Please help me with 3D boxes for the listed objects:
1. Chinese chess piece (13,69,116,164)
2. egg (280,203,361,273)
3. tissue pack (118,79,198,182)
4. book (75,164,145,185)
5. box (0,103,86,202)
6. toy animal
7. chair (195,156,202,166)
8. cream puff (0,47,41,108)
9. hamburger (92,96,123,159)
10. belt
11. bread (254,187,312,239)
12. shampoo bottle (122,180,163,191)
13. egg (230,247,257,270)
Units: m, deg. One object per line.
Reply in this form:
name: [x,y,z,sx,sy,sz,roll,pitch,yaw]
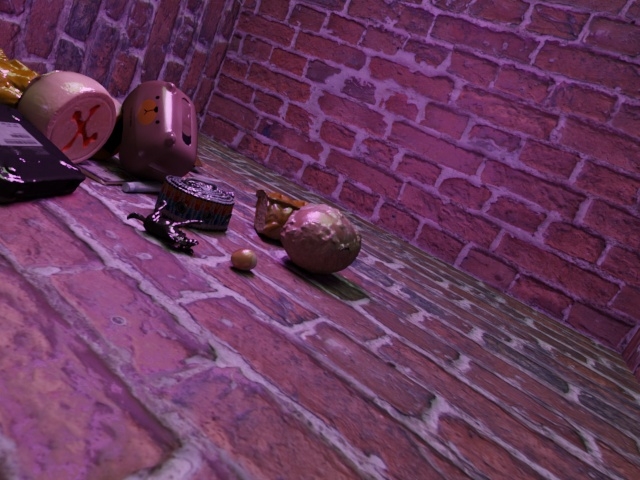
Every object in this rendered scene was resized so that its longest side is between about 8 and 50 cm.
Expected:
Chinese chess piece: [-0.895,-0.429,1.481,0.140,0.338,0.338,35,14,5]
egg: [0.000,0.000,1.561,0.310,0.279,0.279,25,12,-25]
tissue pack: [-0.649,-0.449,1.713,0.277,0.387,0.267,-15,-22,24]
book: [-0.816,-0.257,1.635,0.157,0.026,0.231,28,14,12]
box: [-0.883,-0.263,1.161,0.350,0.091,0.359,45,10,-6]
toy animal: [-0.468,-0.045,1.288,0.233,0.084,0.148,28,14,3]
chair: [-0.791,-0.504,2.392,0.159,0.172,0.247,-3,73,-64]
cream puff: [-1.137,-0.546,1.505,0.378,0.275,0.378,1,-7,0]
hamburger: [-0.945,-0.488,1.775,0.179,0.276,0.294,36,-5,1]
belt: [-0.445,-0.144,1.546,0.295,0.160,0.207,14,16,-35]
bread: [-0.155,-0.095,1.790,0.252,0.238,0.196,10,-17,-29]
shampoo bottle: [-0.693,-0.209,1.626,0.069,0.041,0.191,31,14,8]
egg: [-0.240,0.060,1.307,0.083,0.071,0.071,-4,25,-27]
